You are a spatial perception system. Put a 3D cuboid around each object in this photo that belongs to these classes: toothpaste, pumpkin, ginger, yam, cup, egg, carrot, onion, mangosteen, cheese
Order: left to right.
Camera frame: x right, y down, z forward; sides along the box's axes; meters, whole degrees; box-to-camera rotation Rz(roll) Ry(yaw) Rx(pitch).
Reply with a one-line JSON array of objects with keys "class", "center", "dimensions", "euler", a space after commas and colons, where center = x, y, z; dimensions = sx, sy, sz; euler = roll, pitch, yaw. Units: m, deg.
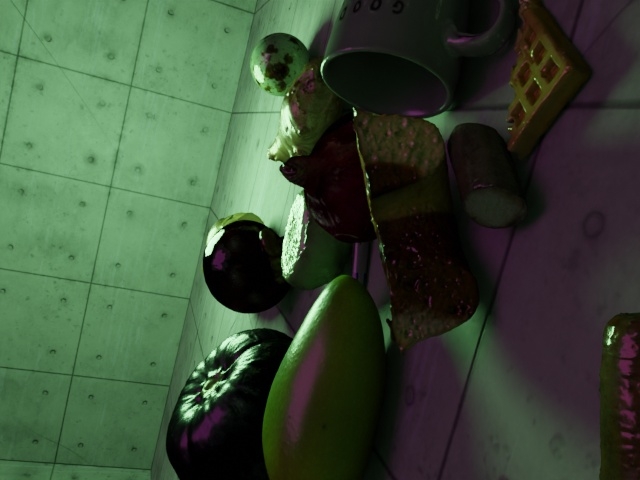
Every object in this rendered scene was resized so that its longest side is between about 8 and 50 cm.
[{"class": "cheese", "center": [-0.236, 0.040, 1.608], "dimensions": [0.316, 0.128, 0.260], "euler": [30, -112, -78]}, {"class": "pumpkin", "center": [-0.125, 0.318, 1.069], "dimensions": [0.315, 0.238, 0.315], "euler": [-42, 23, 22]}, {"class": "mangosteen", "center": [-0.147, 0.052, 1.365], "dimensions": [0.265, 0.228, 0.228], "euler": [-24, 49, 27]}, {"class": "egg", "center": [-0.110, -0.487, 1.620], "dimensions": [0.231, 0.169, 0.169], "euler": [-99, 25, -72]}, {"class": "ginger", "center": [-0.045, -0.297, 1.327], "dimensions": [0.375, 0.166, 0.236], "euler": [-171, 84, -66]}, {"class": "onion", "center": [0.041, -0.090, 0.866], "dimensions": [0.140, 0.218, 0.195], "euler": [42, 115, 38]}, {"class": "toothpaste", "center": [0.064, 0.061, 0.993], "dimensions": [0.045, 0.028, 0.170], "euler": [154, 122, -75]}, {"class": "cup", "center": [0.148, -0.313, 0.798], "dimensions": [0.258, 0.186, 0.234], "euler": [9, 78, 42]}, {"class": "yam", "center": [0.186, -0.075, 0.656], "dimensions": [0.146, 0.069, 0.070], "euler": [-88, 19, -48]}, {"class": "carrot", "center": [0.218, 0.219, 0.394], "dimensions": [0.070, 0.070, 0.342], "euler": [176, 99, -71]}]

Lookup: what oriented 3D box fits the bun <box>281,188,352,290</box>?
[{"class": "bun", "center": [0.000, 0.000, 1.076], "dimensions": [0.195, 0.118, 0.195], "euler": [-166, 90, -78]}]

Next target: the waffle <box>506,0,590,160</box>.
[{"class": "waffle", "center": [0.230, -0.197, 0.668], "dimensions": [0.191, 0.032, 0.125], "euler": [-95, 22, -45]}]

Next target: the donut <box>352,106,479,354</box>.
[{"class": "donut", "center": [0.120, -0.011, 0.721], "dimensions": [0.151, 0.112, 0.295], "euler": [44, -143, -73]}]

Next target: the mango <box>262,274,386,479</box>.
[{"class": "mango", "center": [0.009, 0.220, 0.860], "dimensions": [0.192, 0.156, 0.343], "euler": [8, 83, 63]}]

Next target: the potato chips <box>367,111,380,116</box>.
[{"class": "potato chips", "center": [0.110, -0.300, 1.074], "dimensions": [0.092, 0.028, 0.207], "euler": [144, 133, -61]}]
